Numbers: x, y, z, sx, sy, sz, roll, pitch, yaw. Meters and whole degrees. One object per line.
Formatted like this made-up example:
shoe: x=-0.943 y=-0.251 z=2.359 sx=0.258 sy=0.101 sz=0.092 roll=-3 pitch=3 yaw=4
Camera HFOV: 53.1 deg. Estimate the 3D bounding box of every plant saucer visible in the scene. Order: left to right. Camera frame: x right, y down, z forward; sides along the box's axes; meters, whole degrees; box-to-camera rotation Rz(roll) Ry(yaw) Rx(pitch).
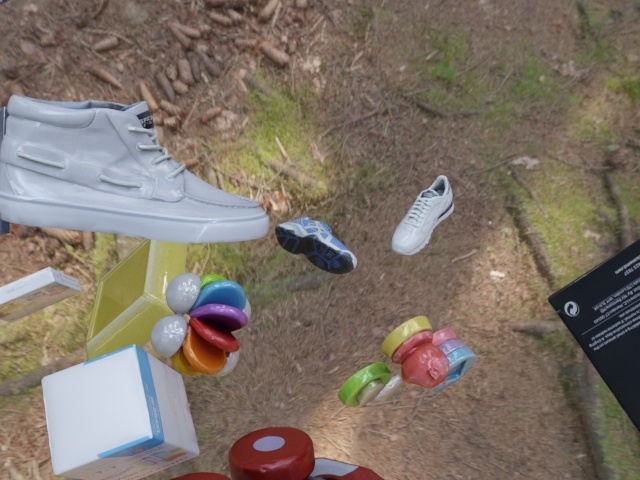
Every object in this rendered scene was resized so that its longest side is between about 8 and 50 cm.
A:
plant saucer: x=-0.478 y=0.135 z=1.623 sx=0.333 sy=0.081 sz=0.332 roll=-38 pitch=35 yaw=21

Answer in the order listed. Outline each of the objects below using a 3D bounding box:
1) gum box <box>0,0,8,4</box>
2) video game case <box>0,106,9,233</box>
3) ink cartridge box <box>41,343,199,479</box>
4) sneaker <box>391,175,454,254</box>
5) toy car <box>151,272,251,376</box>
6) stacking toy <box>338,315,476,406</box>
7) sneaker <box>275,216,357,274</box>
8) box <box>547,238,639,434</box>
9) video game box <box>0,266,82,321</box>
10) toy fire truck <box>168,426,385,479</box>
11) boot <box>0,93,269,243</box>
gum box: x=-0.590 y=-0.433 z=1.054 sx=0.184 sy=0.041 sz=0.157 roll=27 pitch=51 yaw=20
video game case: x=-0.743 y=-0.161 z=1.452 sx=0.026 sy=0.196 sz=0.274 roll=-1 pitch=97 yaw=-43
ink cartridge box: x=-0.183 y=0.173 z=0.615 sx=0.092 sy=0.143 sz=0.090 roll=-21 pitch=63 yaw=1
sneaker: x=0.247 y=-0.062 z=1.583 sx=0.090 sy=0.094 sz=0.235 roll=25 pitch=59 yaw=27
toy car: x=-0.184 y=0.142 z=1.089 sx=0.159 sy=0.136 sz=0.182 roll=30 pitch=65 yaw=-34
stacking toy: x=0.208 y=0.317 z=1.431 sx=0.279 sy=0.309 sz=0.130 roll=-46 pitch=58 yaw=16
sneaker: x=0.000 y=0.000 z=1.293 sx=0.081 sy=0.080 sz=0.211 roll=-32 pitch=43 yaw=-31
box: x=0.338 y=0.085 z=0.538 sx=0.261 sy=0.103 sz=0.184 roll=-7 pitch=62 yaw=-44
video game box: x=-0.747 y=0.142 z=1.641 sx=0.205 sy=0.187 sz=0.048 roll=-24 pitch=80 yaw=-5
toy fire truck: x=-0.020 y=0.322 z=0.648 sx=0.254 sy=0.302 sz=0.169 roll=1 pitch=101 yaw=37
boot: x=-0.166 y=-0.070 z=0.612 sx=0.258 sy=0.095 sz=0.123 roll=5 pitch=101 yaw=-24
